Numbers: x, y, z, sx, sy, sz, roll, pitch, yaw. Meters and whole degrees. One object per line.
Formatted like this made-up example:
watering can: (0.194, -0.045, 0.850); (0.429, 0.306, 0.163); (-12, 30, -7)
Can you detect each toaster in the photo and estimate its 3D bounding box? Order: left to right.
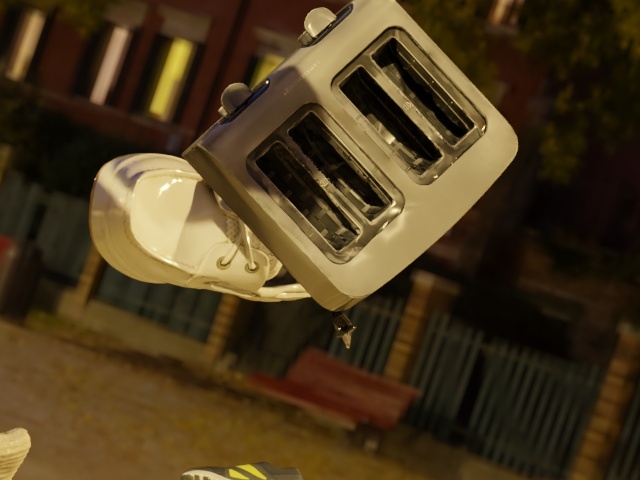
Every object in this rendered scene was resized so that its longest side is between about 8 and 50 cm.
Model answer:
toaster: (0.023, -0.053, 1.169); (0.185, 0.168, 0.110); (48, -8, -1)

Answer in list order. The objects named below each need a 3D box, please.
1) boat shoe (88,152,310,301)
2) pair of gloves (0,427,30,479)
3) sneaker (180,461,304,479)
boat shoe: (-0.066, -0.007, 1.334); (0.096, 0.098, 0.277); (5, -6, 32)
pair of gloves: (-0.312, 0.221, 1.167); (0.204, 0.240, 0.042); (-4, 48, -48)
sneaker: (-0.049, 0.158, 1.118); (0.083, 0.031, 0.035); (7, 27, 19)
